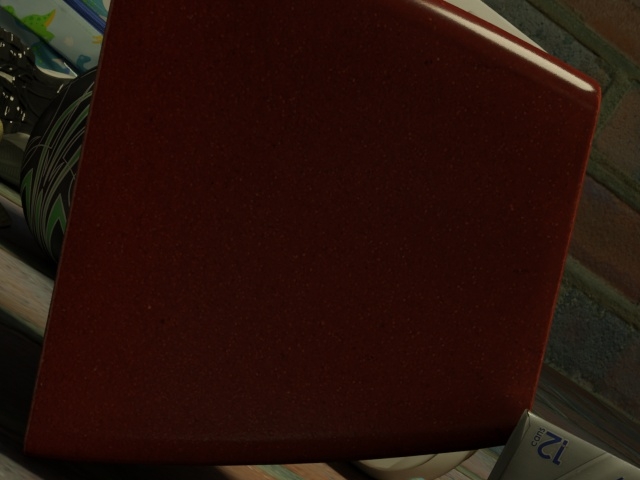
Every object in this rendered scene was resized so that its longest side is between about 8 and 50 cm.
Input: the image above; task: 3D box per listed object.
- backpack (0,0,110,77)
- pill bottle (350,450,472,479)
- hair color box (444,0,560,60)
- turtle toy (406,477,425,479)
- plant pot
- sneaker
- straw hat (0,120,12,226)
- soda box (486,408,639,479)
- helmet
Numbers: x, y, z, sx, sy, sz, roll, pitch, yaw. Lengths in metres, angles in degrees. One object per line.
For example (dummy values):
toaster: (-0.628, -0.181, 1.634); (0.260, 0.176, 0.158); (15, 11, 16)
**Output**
backpack: (-0.210, -0.180, 1.891); (0.355, 0.273, 0.290); (57, -2, -22)
pill bottle: (0.069, 0.123, 1.389); (0.117, 0.117, 0.208); (36, 4, 9)
hair color box: (0.035, -0.059, 1.568); (0.174, 0.347, 0.105); (33, 5, -30)
turtle toy: (0.081, 0.186, 1.135); (0.095, 0.066, 0.130); (38, 5, 30)
plant pot: (0.002, -0.018, 0.956); (0.236, 0.267, 0.267); (12, 6, -2)
sneaker: (-0.255, -0.100, 1.493); (0.108, 0.100, 0.271); (3, -20, 26)
straw hat: (-0.262, -0.072, 1.333); (0.144, 0.061, 0.144); (34, 5, -3)
soda box: (0.136, 0.180, 0.950); (0.098, 0.091, 0.286); (27, -13, 17)
helmet: (-0.132, -0.045, 1.309); (0.169, 0.169, 0.161); (38, -1, 34)
